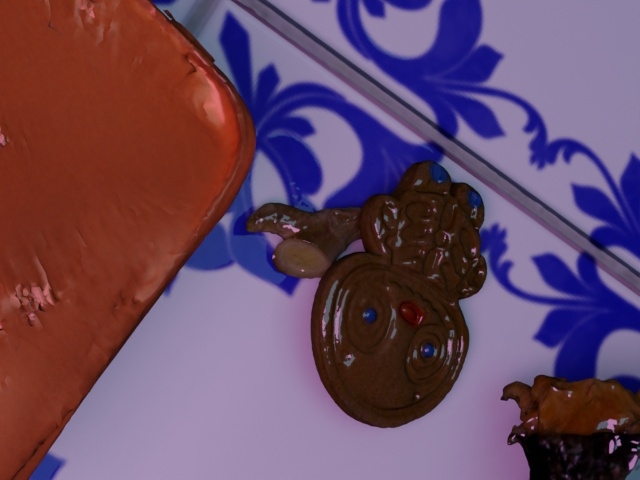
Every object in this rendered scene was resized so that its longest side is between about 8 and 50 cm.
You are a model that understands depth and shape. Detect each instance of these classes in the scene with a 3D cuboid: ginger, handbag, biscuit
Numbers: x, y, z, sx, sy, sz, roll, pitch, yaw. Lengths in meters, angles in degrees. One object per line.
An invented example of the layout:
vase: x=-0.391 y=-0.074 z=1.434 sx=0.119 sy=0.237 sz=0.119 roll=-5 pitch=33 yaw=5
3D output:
ginger: x=-0.001 y=0.001 z=0.969 sx=0.097 sy=0.030 sz=0.048 roll=2 pitch=87 yaw=-24
handbag: x=-0.251 y=-0.080 z=0.761 sx=0.410 sy=0.116 sz=0.303 roll=44 pitch=63 yaw=-21
biscuit: x=0.055 y=0.034 z=0.975 sx=0.124 sy=0.026 sz=0.175 roll=30 pitch=73 yaw=-33

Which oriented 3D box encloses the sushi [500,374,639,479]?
sushi: x=0.299 y=0.180 z=0.947 sx=0.348 sy=0.234 sz=0.207 roll=3 pitch=81 yaw=-10
